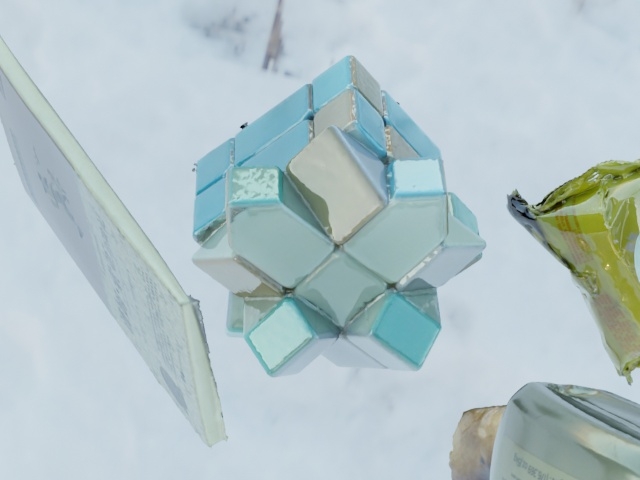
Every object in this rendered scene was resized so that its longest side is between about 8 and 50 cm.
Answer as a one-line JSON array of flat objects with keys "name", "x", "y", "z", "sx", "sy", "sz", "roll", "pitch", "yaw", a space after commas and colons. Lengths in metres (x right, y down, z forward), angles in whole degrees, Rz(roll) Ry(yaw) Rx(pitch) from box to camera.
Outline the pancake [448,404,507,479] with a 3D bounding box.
[{"name": "pancake", "x": 0.202, "y": 0.168, "z": 1.372, "sx": 0.212, "sy": 0.257, "sz": 0.056, "roll": 26, "pitch": 62, "yaw": -3}]

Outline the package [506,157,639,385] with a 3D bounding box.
[{"name": "package", "x": 0.291, "y": 0.021, "z": 1.800, "sx": 0.226, "sy": 0.168, "sz": 0.090, "roll": 59, "pitch": 30, "yaw": -13}]

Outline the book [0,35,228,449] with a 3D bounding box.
[{"name": "book", "x": -0.099, "y": 0.000, "z": 0.884, "sx": 0.014, "sy": 0.127, "sz": 0.182, "roll": -30, "pitch": 60, "yaw": -15}]

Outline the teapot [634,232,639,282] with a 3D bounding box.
[{"name": "teapot", "x": 0.330, "y": -0.022, "z": 1.611, "sx": 0.159, "sy": 0.159, "sz": 0.232, "roll": 40, "pitch": 53, "yaw": 11}]

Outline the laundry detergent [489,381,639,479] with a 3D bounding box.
[{"name": "laundry detergent", "x": 0.123, "y": 0.209, "z": 0.966, "sx": 0.091, "sy": 0.181, "sz": 0.253, "roll": 8, "pitch": 101, "yaw": -33}]

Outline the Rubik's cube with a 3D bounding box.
[{"name": "Rubik's cube", "x": 0.000, "y": 0.000, "z": 1.623, "sx": 0.224, "sy": 0.265, "sz": 0.213, "roll": 43, "pitch": 24, "yaw": -28}]
